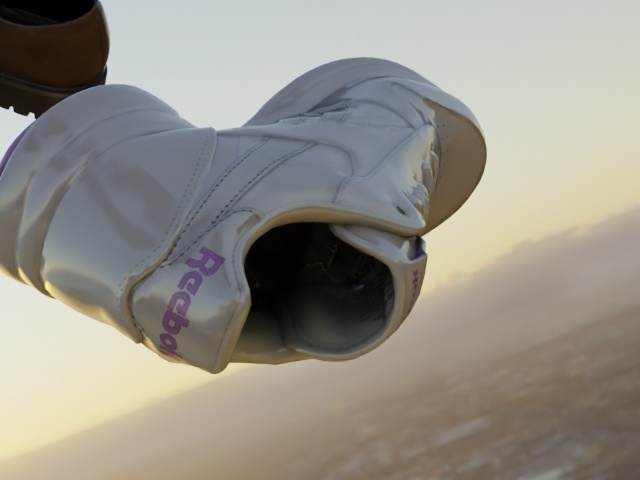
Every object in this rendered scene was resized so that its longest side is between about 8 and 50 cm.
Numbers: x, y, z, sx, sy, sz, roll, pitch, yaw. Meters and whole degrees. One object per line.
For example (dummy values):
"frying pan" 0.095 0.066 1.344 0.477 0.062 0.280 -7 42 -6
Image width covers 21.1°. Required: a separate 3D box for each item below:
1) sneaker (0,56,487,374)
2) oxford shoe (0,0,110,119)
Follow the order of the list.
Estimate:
"sneaker" 0.000 0.000 0.752 0.305 0.152 0.114 -15 -49 -52
"oxford shoe" -0.230 -0.149 1.008 0.227 0.083 0.096 13 -46 -2
